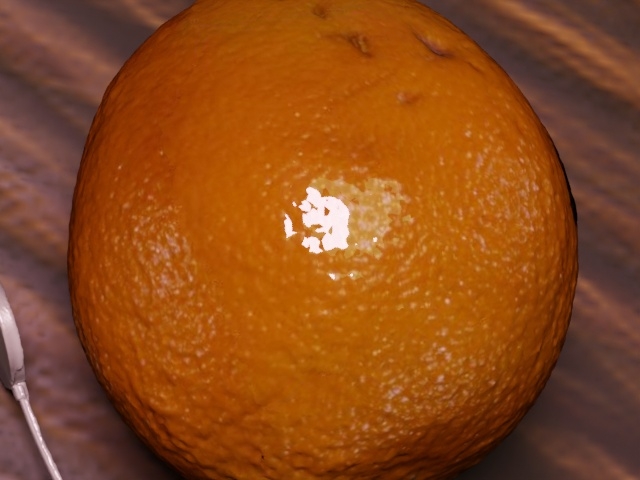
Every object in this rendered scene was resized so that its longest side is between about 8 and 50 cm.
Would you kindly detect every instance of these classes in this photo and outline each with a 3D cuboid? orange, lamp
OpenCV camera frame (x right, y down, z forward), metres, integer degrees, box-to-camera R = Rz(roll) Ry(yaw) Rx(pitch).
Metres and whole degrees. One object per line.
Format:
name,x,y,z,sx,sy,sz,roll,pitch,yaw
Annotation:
orange,0.000,0.000,0.700,0.206,0.206,0.206,5,68,-12
lamp,-0.085,0.096,0.716,0.056,0.050,0.198,-19,77,-17
